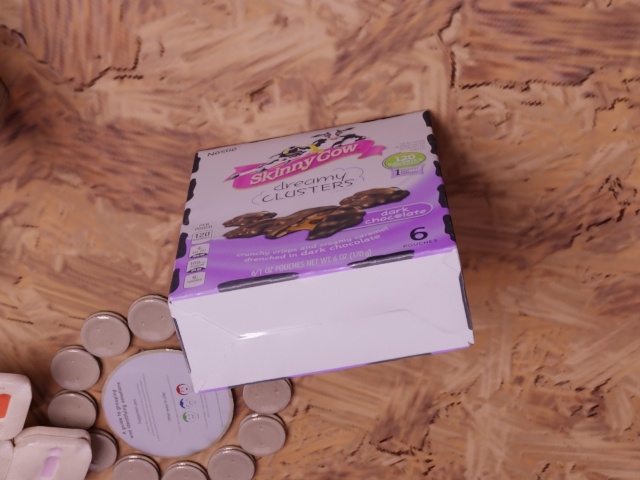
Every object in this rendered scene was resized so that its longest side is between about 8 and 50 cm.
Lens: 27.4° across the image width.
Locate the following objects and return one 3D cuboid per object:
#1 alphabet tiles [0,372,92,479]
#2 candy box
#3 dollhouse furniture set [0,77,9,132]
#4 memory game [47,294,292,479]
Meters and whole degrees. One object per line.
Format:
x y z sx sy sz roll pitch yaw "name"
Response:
-0.317 0.173 0.948 0.284 0.021 0.278 7 136 -19 "alphabet tiles"
0.000 0.000 0.812 0.164 0.196 0.070 -11 118 5 "candy box"
-0.381 -0.045 0.772 0.355 0.174 0.303 -24 115 2 "dollhouse furniture set"
-0.113 0.121 0.979 0.186 0.012 0.186 0 118 -1 "memory game"
